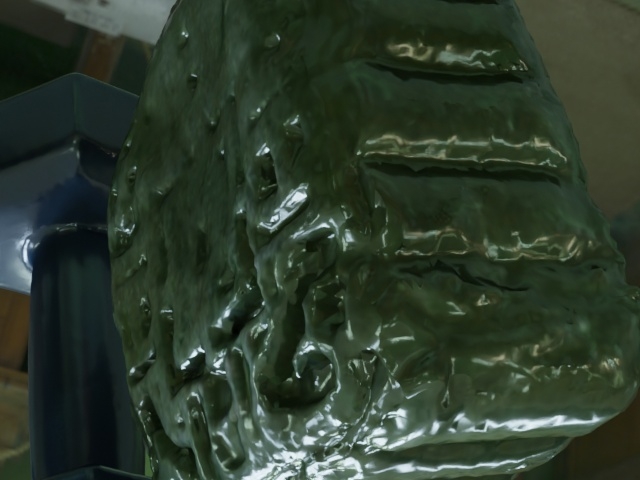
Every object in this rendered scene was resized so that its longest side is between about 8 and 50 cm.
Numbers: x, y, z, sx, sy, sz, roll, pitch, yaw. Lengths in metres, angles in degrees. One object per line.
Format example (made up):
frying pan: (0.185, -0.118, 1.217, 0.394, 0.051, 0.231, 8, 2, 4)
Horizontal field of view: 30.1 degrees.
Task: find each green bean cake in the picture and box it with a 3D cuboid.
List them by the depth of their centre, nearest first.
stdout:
green bean cake: (0.000, 0.000, 0.477, 0.124, 0.227, 0.222, 3, 149, -28)

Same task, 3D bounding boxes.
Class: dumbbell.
dumbbell: (-0.124, 0.071, 0.624, 0.160, 0.325, 0.144, 22, 132, -36)
